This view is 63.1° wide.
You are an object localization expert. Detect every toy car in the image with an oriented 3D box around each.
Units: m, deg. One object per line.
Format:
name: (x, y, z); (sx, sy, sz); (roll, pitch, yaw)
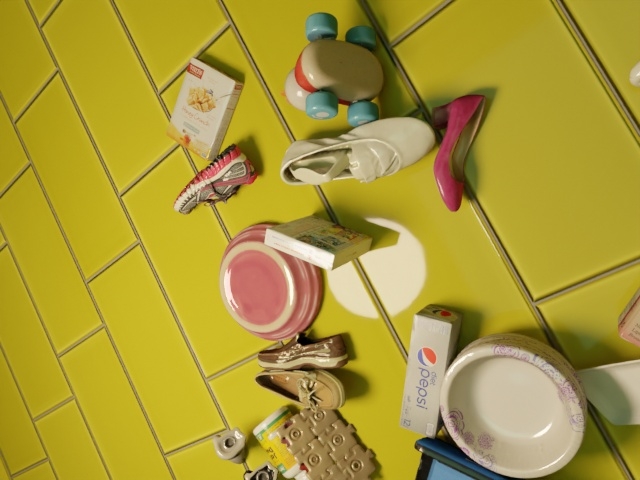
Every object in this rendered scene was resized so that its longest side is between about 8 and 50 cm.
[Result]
toy car: (0.006, -0.369, 1.236); (0.238, 0.210, 0.219); (-11, 78, 58)

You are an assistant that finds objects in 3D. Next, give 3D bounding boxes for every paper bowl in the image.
paper bowl: (0.410, 0.338, 1.111); (0.284, 0.148, 0.284); (5, 100, 28)

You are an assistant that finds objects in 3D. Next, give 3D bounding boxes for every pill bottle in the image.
pill bottle: (-0.081, 0.574, 1.440); (0.208, 0.117, 0.117); (50, 117, 13)

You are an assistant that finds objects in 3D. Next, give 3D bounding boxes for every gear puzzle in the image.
gear puzzle: (0.045, 0.588, 1.371); (0.339, 0.175, 0.044); (51, 160, 15)

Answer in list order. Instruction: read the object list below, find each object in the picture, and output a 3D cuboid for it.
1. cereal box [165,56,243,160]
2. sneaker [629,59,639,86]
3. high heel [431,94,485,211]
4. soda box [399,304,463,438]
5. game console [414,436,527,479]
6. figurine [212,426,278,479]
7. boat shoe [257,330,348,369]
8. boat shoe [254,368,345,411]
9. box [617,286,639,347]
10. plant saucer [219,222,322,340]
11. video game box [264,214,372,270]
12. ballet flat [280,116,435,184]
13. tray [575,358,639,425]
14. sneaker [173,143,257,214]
cereal box: (-0.330, -0.369, 1.470); (0.173, 0.047, 0.240); (33, 112, 21)
sneaker: (0.647, -0.369, 0.916); (0.235, 0.090, 0.094); (-39, 66, 24)
high heel: (0.310, -0.188, 1.124); (0.117, 0.082, 0.244); (-8, 81, 40)
soda box: (0.258, 0.303, 1.219); (0.091, 0.098, 0.286); (12, 103, 28)
game console: (0.345, 0.584, 1.178); (0.293, 0.250, 0.173); (18, 81, 25)
figurine: (-0.213, 0.651, 1.512); (0.215, 0.092, 0.209); (40, 154, 20)
boat shoe: (-0.052, 0.288, 1.398); (0.257, 0.095, 0.095); (-7, 93, 18)
boat shoe: (-0.056, 0.391, 1.378); (0.285, 0.089, 0.104); (-2, 93, 45)
box: (0.673, 0.104, 0.940); (0.149, 0.127, 0.232); (32, 112, 22)
plant saucer: (-0.156, 0.120, 1.430); (0.332, 0.084, 0.332); (5, 100, 28)
video game box: (0.000, 0.000, 1.256); (0.187, 0.205, 0.048); (19, 110, 26)
ballet flat: (0.068, -0.182, 1.202); (0.400, 0.139, 0.139); (-2, 97, 37)
tray: (0.605, 0.280, 0.981); (0.145, 0.030, 0.270); (48, 155, 6)
sneaker: (-0.304, -0.143, 1.458); (0.299, 0.121, 0.112); (-29, 114, 37)
